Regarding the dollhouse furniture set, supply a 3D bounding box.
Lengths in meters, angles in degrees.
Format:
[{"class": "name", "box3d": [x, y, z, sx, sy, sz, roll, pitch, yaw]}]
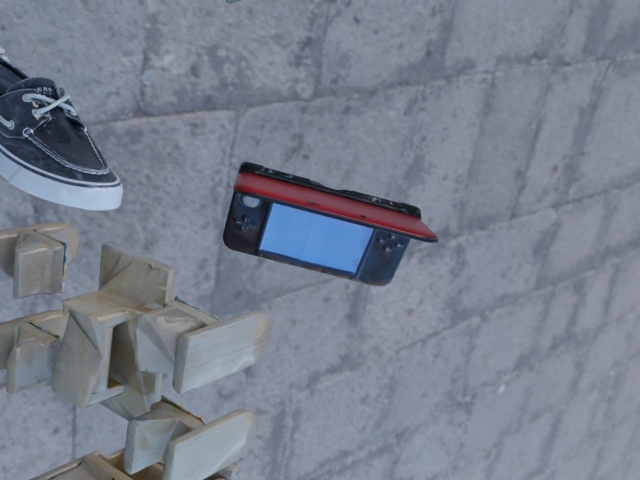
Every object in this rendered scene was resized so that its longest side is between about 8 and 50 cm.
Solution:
[{"class": "dollhouse furniture set", "box3d": [-0.234, 0.199, 1.088, 0.256, 0.362, 0.394, -15, 119, -54]}]

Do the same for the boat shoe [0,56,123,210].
[{"class": "boat shoe", "box3d": [-0.328, -0.136, 0.948, 0.108, 0.301, 0.102, -6, 124, -50]}]

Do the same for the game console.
[{"class": "game console", "box3d": [0.000, 0.000, 0.609, 0.085, 0.144, 0.124, -82, -171, -48]}]

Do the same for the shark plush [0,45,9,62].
[{"class": "shark plush", "box3d": [-0.549, -0.270, 1.227, 0.161, 0.073, 0.067, -14, 118, 1]}]

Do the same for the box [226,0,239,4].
[{"class": "box", "box3d": [-0.079, -0.423, 1.236, 0.169, 0.059, 0.054, -40, 113, -16]}]
